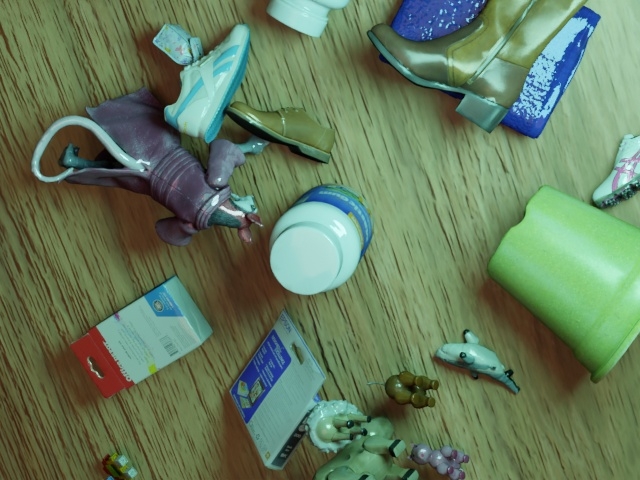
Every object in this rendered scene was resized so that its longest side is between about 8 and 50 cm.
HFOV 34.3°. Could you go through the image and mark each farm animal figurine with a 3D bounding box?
[{"bbox_3d":[0.102,0.402,1.842,0.172,0.326,0.330,-1,102,46],"label":"farm animal figurine"}]

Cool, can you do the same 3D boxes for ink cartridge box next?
[{"bbox_3d":[-0.336,0.183,1.945,0.231,0.078,0.134,-31,96,16],"label":"ink cartridge box"},{"bbox_3d":[-0.068,0.265,1.863,0.045,0.206,0.208,19,113,-35],"label":"ink cartridge box"}]

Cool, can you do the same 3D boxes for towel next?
[{"bbox_3d":[0.276,-0.333,1.717,0.308,0.076,0.228,27,100,3],"label":"towel"}]

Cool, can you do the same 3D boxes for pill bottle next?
[{"bbox_3d":[0.008,-0.465,1.694,0.136,0.136,0.246,28,107,3],"label":"pill bottle"},{"bbox_3d":[0.000,0.000,1.738,0.152,0.272,0.152,2,104,9],"label":"pill bottle"}]

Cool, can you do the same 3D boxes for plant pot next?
[{"bbox_3d":[0.422,0.048,1.698,0.254,0.276,0.276,35,107,12],"label":"plant pot"}]

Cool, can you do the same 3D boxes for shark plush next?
[{"bbox_3d":[0.290,0.223,1.871,0.161,0.073,0.067,24,128,-17],"label":"shark plush"}]

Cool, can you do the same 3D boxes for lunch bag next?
[{"bbox_3d":[-0.239,-0.336,1.805,0.083,0.071,0.053,43,104,1],"label":"lunch bag"}]

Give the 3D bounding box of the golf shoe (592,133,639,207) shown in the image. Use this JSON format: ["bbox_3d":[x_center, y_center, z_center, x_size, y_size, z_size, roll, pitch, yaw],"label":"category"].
[{"bbox_3d":[0.522,-0.130,1.727,0.186,0.067,0.086,-42,67,17],"label":"golf shoe"}]

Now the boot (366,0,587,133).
[{"bbox_3d":[0.245,-0.351,1.631,0.264,0.096,0.280,34,100,2],"label":"boot"}]

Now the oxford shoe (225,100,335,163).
[{"bbox_3d":[-0.067,-0.201,1.778,0.212,0.076,0.076,20,89,-32],"label":"oxford shoe"}]

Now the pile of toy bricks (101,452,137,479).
[{"bbox_3d":[-0.385,0.528,2.036,0.105,0.118,0.212,-18,112,46],"label":"pile of toy bricks"}]

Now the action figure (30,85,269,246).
[{"bbox_3d":[-0.250,-0.121,1.769,0.370,0.276,0.248,33,101,16],"label":"action figure"}]

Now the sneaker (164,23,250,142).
[{"bbox_3d":[-0.184,-0.280,1.755,0.092,0.087,0.229,21,67,5],"label":"sneaker"}]
